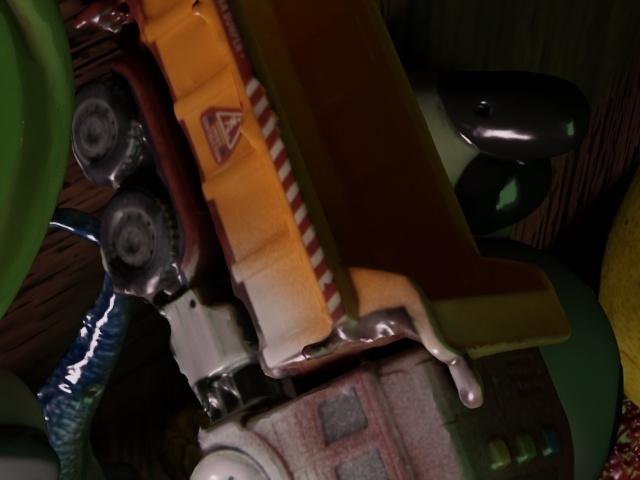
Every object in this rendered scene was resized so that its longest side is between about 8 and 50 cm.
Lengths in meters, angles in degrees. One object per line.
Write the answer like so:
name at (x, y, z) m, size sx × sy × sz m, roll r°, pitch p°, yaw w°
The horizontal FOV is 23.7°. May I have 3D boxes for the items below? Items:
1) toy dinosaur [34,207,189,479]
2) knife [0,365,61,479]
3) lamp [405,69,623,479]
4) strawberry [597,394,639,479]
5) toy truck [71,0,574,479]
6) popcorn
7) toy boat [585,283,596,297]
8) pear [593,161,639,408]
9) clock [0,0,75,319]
toy dinosaur at (-0.134, 0.137, 0.712) m, size 0.147 × 0.076 × 0.363 m, roll 4°, pitch 127°, yaw -41°
knife at (-0.166, 0.056, 0.376) m, size 0.073 × 0.040 × 0.265 m, roll -45°, pitch 154°, yaw 16°
lamp at (0.061, 0.039, 0.753) m, size 0.198 × 0.198 × 0.243 m, roll 4°, pitch 94°, yaw -55°
strawberry at (0.228, 0.196, 1.232) m, size 0.188 × 0.106 × 0.286 m, roll -25°, pitch 141°, yaw -39°
toy truck at (0.000, 0.000, 0.579) m, size 0.135 × 0.270 × 0.114 m, roll -31°, pitch 163°, yaw 35°
popcorn at (-0.048, 0.117, 0.802) m, size 0.057 × 0.083 × 0.082 m, roll -44°, pitch 127°, yaw -2°
toy boat at (0.133, 0.078, 1.020) m, size 0.137 × 0.060 × 0.061 m, roll -55°, pitch 169°, yaw 20°
pear at (0.337, 0.005, 1.008) m, size 0.304 × 0.304 × 0.304 m, roll -34°, pitch 146°, yaw -27°
clock at (-0.197, -0.017, 0.408) m, size 0.348 × 0.117 × 0.286 m, roll -51°, pitch 151°, yaw 7°
